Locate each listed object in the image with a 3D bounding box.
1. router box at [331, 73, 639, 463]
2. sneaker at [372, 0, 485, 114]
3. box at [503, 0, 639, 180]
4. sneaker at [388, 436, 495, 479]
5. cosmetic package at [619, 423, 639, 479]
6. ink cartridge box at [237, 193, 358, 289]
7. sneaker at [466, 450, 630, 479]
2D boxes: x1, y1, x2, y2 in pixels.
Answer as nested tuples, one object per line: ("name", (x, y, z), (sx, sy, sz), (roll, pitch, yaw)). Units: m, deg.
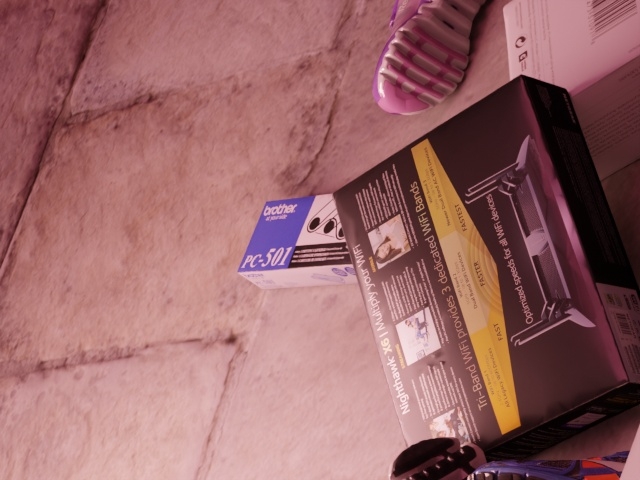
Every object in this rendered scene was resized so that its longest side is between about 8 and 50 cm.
("router box", (0.159, 0.041, 1.723), (0.243, 0.081, 0.309), (-30, 64, 33))
("sneaker", (0.116, -0.238, 2.122), (0.104, 0.095, 0.236), (-11, 48, 56))
("box", (0.284, -0.181, 1.821), (0.182, 0.119, 0.181), (-32, 40, 33))
("sneaker", (0.165, 0.291, 1.595), (0.292, 0.110, 0.118), (45, 143, 43))
("cosmetic package", (0.370, 0.148, 1.219), (0.156, 0.217, 0.385), (-68, 11, -17))
("ink cartridge box", (0.000, 0.000, 2.094), (0.207, 0.046, 0.097), (-6, 56, 50))
("sneaker", (0.229, 0.213, 1.540), (0.221, 0.083, 0.087), (4, 22, 17))
